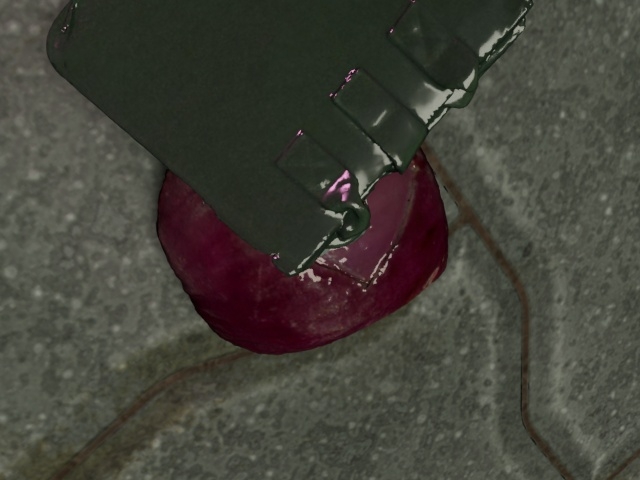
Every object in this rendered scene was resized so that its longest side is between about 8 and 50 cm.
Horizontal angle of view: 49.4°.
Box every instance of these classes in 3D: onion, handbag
[{"bbox_3d":[0.000,0.000,0.585,0.250,0.111,0.247,-25,127,-5],"label":"onion"},{"bbox_3d":[-0.022,-0.141,0.488,0.260,0.079,0.247,42,93,5],"label":"handbag"}]
